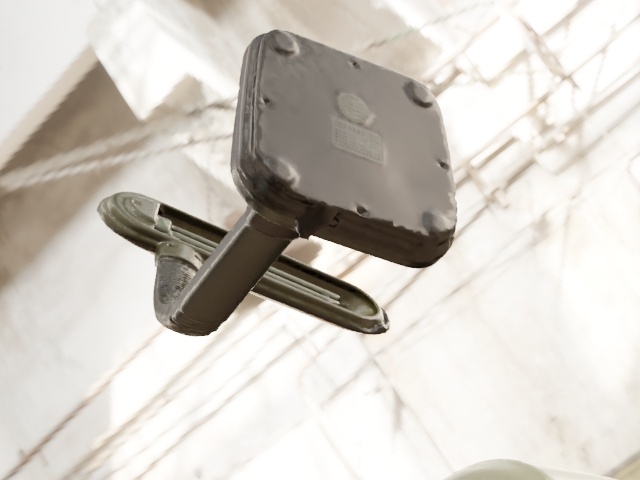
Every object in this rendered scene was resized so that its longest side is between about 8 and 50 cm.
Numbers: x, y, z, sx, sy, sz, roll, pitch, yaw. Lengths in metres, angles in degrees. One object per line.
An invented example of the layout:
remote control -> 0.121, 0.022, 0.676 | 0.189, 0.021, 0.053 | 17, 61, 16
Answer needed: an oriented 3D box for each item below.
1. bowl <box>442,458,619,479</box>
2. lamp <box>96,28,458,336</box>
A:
bowl -> 0.102, 0.232, 0.777 | 0.126, 0.237, 0.238 | 32, -58, -24
lamp -> -0.002, 0.007, 0.719 | 0.203, 0.124, 0.283 | 16, -24, -21
